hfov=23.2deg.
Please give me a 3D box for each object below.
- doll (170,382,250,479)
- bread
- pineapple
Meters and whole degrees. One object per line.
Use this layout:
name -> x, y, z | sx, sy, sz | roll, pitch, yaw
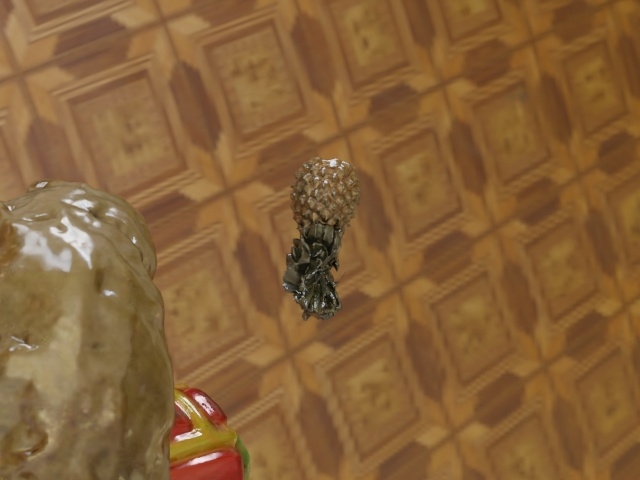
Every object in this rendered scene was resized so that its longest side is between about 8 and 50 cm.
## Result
doll -> -0.216, 0.179, 1.149 | 0.363, 0.182, 0.160 | 9, 118, -49
bread -> -0.066, 0.042, 0.349 | 0.060, 0.082, 0.113 | 3, 84, -12
pineapple -> 0.000, 0.000, 1.531 | 0.074, 0.074, 0.159 | 23, 65, -37
